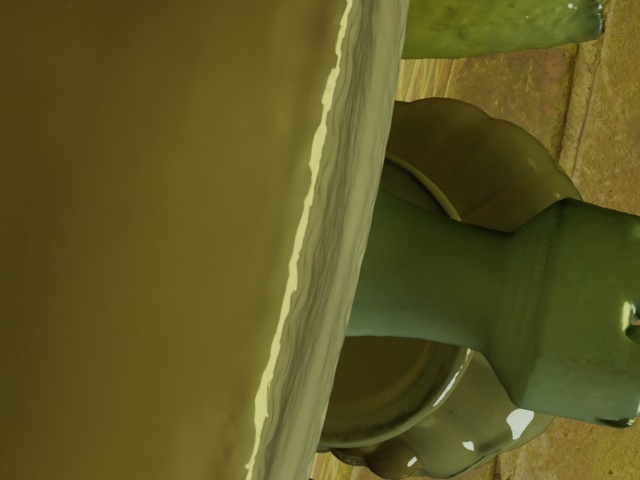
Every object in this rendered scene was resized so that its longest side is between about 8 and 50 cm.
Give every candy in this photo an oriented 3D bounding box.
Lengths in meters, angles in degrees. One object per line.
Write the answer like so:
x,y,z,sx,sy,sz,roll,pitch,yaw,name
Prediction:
-0.067,0.015,0.600,0.208,0.145,0.359,13,89,-82,candy

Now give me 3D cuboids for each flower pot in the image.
0.051,0.039,1.122,0.244,0.307,0.308,0,103,-65,flower pot

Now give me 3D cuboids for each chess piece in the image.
0.042,0.016,0.832,0.194,0.299,0.195,13,90,-83,chess piece

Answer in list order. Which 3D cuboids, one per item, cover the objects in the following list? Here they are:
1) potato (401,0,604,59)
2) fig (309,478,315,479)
0.031,-0.288,0.782,0.330,0.212,0.280,64,20,-64,potato
-0.052,0.253,1.078,0.181,0.191,0.181,-23,90,-84,fig
